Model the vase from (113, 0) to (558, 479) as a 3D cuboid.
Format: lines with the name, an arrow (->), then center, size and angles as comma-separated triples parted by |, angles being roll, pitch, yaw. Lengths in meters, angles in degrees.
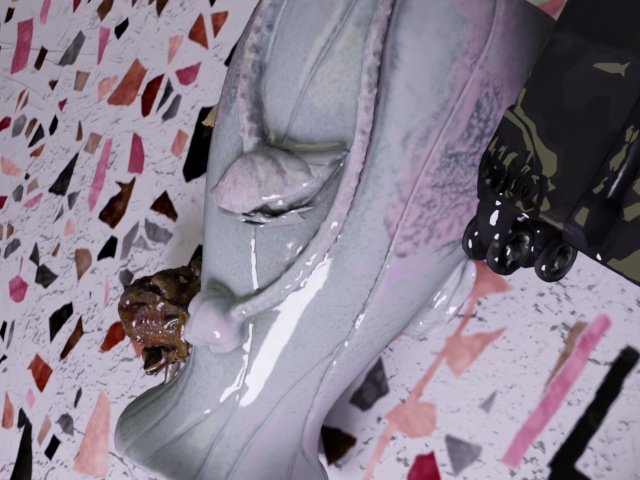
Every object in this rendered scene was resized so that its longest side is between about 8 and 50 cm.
vase -> 0.000, 0.000, 0.632 | 0.250, 0.250, 0.446 | 37, 108, 45

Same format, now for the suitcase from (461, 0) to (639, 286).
suitcase -> 0.283, -0.121, 0.406 | 0.283, 0.194, 0.434 | 37, 110, 40

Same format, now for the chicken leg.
chicken leg -> -0.123, 0.077, 0.840 | 0.196, 0.080, 0.125 | -14, 76, 32

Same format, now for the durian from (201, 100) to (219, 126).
durian -> -0.026, -0.172, 0.790 | 0.165, 0.132, 0.182 | -25, 47, 23
